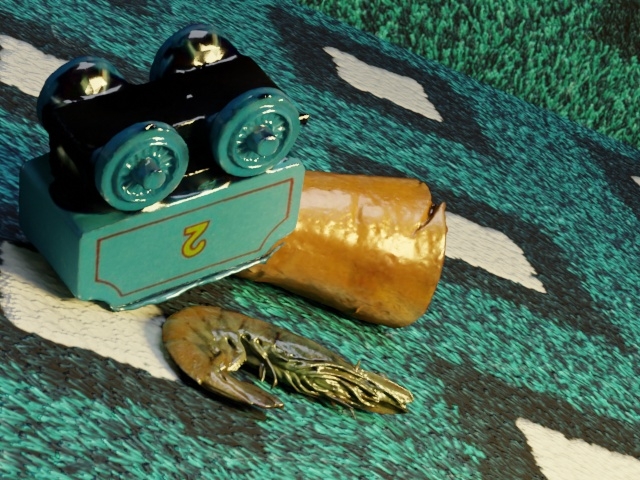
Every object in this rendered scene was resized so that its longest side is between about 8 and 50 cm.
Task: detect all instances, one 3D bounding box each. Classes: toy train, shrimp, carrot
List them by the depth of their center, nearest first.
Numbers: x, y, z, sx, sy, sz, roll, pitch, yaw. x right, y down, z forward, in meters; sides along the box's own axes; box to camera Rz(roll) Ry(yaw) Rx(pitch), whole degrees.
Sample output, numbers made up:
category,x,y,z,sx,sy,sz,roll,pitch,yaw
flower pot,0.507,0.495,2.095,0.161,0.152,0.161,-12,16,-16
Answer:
category,x,y,z,sx,sy,sz,roll,pitch,yaw
shrimp,-0.034,0.151,2.043,0.296,0.058,0.169,21,27,-9
toy train,-0.164,-0.077,2.062,0.300,0.265,0.188,-19,46,-29
carrot,0.000,0.000,2.293,0.254,0.196,0.196,8,26,-28
